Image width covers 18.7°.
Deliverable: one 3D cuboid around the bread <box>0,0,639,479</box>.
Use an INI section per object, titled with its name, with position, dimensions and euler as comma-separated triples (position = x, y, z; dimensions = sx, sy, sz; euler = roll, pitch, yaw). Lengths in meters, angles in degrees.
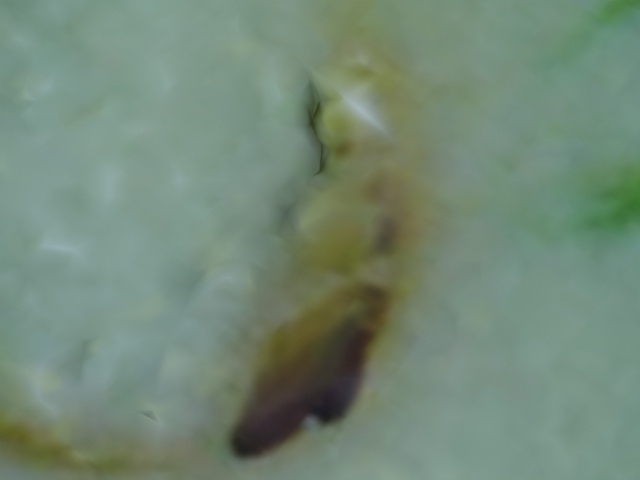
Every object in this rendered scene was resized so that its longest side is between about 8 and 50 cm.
[bread]
position = 0.000, 0.000, 0.396
dimensions = 0.382, 0.129, 0.366
euler = 22, 58, 7
